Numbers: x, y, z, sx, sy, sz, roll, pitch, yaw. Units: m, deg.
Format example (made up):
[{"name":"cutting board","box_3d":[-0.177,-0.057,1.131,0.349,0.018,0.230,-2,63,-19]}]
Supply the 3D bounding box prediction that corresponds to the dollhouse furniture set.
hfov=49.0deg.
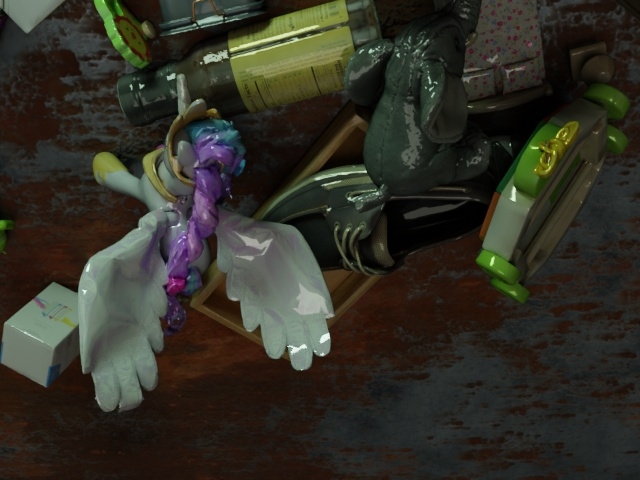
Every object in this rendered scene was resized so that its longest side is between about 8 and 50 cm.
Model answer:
[{"name":"dollhouse furniture set","box_3d":[0.234,-0.286,0.818,0.355,0.174,0.303,-13,123,8]}]

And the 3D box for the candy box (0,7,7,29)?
[{"name":"candy box","box_3d":[-0.534,-0.289,0.873,0.233,0.071,0.159,33,116,-19]}]

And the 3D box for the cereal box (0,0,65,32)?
[{"name":"cereal box","box_3d":[-0.373,-0.390,0.819,0.173,0.047,0.240,-32,119,20]}]

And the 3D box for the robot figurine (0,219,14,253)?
[{"name":"robot figurine","box_3d":[-0.518,-0.021,1.059,0.101,0.067,0.115,-13,124,-6]}]

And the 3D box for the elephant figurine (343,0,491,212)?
[{"name":"elephant figurine","box_3d":[0.112,-0.180,0.810,0.169,0.186,0.239,-3,138,9]}]

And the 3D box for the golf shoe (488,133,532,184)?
[{"name":"golf shoe","box_3d":[0.264,-0.072,1.036,0.093,0.077,0.198,12,128,18]}]

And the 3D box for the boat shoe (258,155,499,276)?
[{"name":"boat shoe","box_3d":[0.065,-0.027,0.932,0.355,0.130,0.132,-22,121,14]}]

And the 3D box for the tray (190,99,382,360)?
[{"name":"tray","box_3d":[0.000,0.000,1.073,0.202,0.076,0.411,33,117,-20]}]

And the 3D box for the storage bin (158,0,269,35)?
[{"name":"storage bin","box_3d":[-0.141,-0.310,0.854,0.135,0.098,0.091,-11,113,7]}]

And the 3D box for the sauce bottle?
[{"name":"sauce bottle","box_3d":[-0.088,-0.222,0.900,0.344,0.111,0.111,-11,124,9]}]

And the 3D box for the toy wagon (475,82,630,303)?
[{"name":"toy wagon","box_3d":[0.285,-0.067,0.874,0.267,0.068,0.344,-57,153,-1]}]

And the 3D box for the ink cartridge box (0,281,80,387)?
[{"name":"ink cartridge box","box_3d":[-0.431,0.145,1.136,0.089,0.143,0.092,25,122,4]}]

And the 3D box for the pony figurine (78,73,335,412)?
[{"name":"pony figurine","box_3d":[-0.178,0.005,0.879,0.302,0.363,0.351,-11,91,-27]}]

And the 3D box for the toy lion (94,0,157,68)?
[{"name":"toy lion","box_3d":[-0.245,-0.266,0.876,0.034,0.096,0.100,-28,120,17]}]
